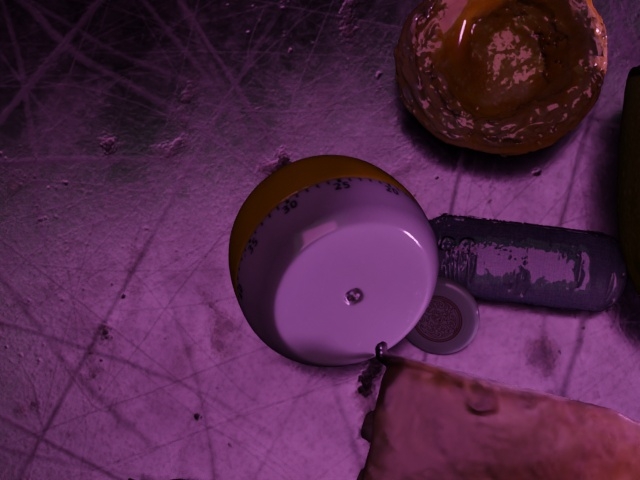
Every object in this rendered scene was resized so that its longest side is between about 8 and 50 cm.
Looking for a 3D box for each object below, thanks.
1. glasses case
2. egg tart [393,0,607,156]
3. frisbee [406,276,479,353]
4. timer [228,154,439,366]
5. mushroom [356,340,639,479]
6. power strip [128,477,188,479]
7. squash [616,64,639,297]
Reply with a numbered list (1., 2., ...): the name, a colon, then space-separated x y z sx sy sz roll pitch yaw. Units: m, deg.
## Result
1. glasses case: 0.262 0.030 1.525 0.282 0.067 0.109 7 88 9
2. egg tart: 0.242 -0.239 1.553 0.288 0.118 0.288 0 81 3
3. frisbee: 0.155 0.101 1.519 0.110 0.014 0.110 5 111 14
4. timer: 0.000 0.000 1.482 0.285 0.285 0.285 -1 79 4
5. mushroom: 0.231 0.323 1.395 0.397 0.224 0.314 12 78 5
6. power strip: -0.167 0.335 1.493 0.175 0.075 0.042 12 82 5
7. squash: 0.480 -0.028 1.439 0.310 0.310 0.309 21 96 7
